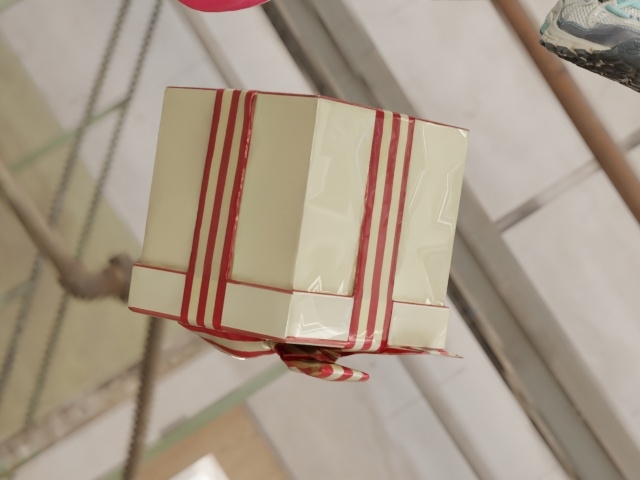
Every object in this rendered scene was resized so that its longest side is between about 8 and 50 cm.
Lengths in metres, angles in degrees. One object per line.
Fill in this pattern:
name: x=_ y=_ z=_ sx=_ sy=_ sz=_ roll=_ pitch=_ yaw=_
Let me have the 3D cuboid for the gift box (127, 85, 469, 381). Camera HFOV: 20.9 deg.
gift box: x=0.000 y=0.000 z=1.674 sx=0.255 sy=0.276 sz=0.258 roll=9 pitch=-91 yaw=49

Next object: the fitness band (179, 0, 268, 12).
fitness band: x=-0.054 y=-0.286 z=1.220 sx=0.291 sy=0.054 sz=0.209 roll=-39 pitch=-106 yaw=51

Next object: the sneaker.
sneaker: x=0.269 y=-0.218 z=1.599 sx=0.110 sy=0.122 sz=0.283 roll=23 pitch=14 yaw=-8
